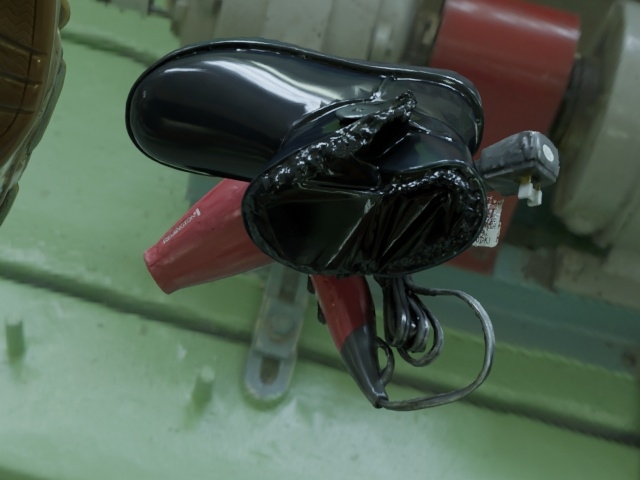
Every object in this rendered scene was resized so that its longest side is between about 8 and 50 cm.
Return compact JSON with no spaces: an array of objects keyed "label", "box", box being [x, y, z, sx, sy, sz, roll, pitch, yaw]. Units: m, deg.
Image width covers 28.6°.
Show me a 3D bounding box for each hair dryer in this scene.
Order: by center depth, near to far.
[{"label":"hair dryer","box":[0.000,0.000,0.842,0.293,0.080,0.224,-2,43,35]}]

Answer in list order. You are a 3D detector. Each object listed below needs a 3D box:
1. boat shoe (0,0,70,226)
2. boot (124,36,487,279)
[{"label":"boat shoe","box":[-0.171,-0.058,0.542,0.104,0.285,0.089,21,39,-9]},{"label":"boot","box":[-0.022,-0.054,0.745,0.246,0.094,0.207,4,20,8]}]
